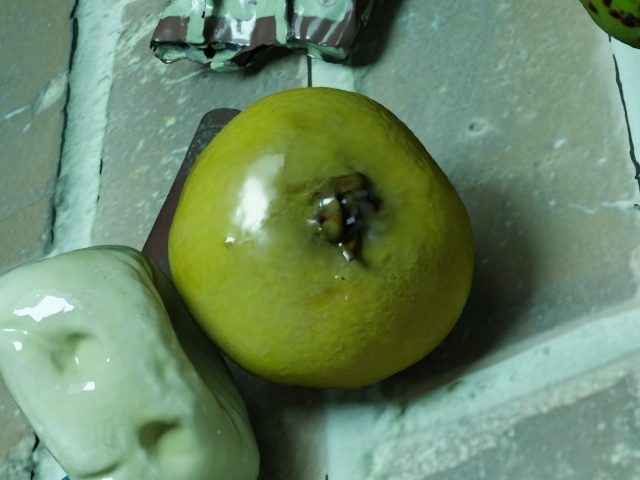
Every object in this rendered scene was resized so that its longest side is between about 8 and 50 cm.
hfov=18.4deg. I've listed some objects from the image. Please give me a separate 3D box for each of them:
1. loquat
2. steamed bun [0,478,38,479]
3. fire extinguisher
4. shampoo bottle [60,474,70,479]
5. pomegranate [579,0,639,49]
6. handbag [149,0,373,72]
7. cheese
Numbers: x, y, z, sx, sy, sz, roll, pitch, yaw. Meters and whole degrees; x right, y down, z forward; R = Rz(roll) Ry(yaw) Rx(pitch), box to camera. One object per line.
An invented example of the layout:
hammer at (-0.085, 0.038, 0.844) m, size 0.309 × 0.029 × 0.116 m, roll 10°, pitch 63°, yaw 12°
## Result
loquat at (0.000, 0.000, 1.332) m, size 0.208 × 0.208 × 0.208 m, roll -21°, pitch 42°, yaw 21°
steamed bun at (-0.214, 0.257, 1.270) m, size 0.211 × 0.144 × 0.218 m, roll -45°, pitch 65°, yaw -5°
fire extinguisher at (-0.095, 0.024, 1.500) m, size 0.089 × 0.072 × 0.268 m, roll 20°, pitch 58°, yaw 2°
shampoo bottle at (-0.221, 0.251, 1.384) m, size 0.183 × 0.050 × 0.087 m, roll -42°, pitch 48°, yaw -5°
pomegranate at (0.280, -0.233, 1.375) m, size 0.211 × 0.263 × 0.211 m, roll -178°, pitch 90°, yaw -69°
handbag at (-0.022, -0.252, 1.660) m, size 0.213 × 0.127 × 0.235 m, roll 2°, pitch 56°, yaw 37°
cheese at (-0.133, 0.091, 1.316) m, size 0.117 × 0.218 × 0.235 m, roll -32°, pitch 52°, yaw 2°
